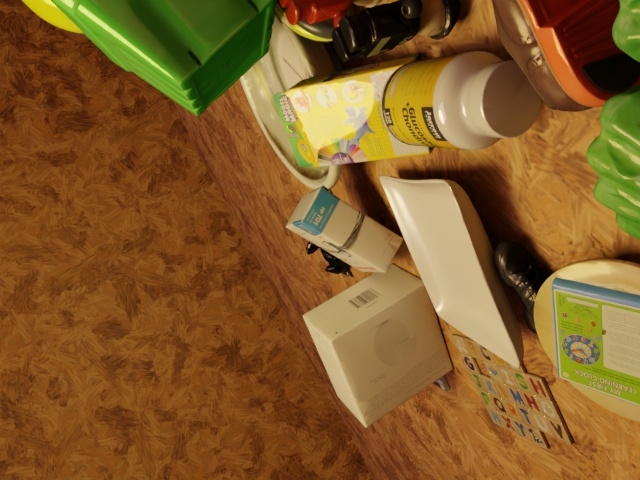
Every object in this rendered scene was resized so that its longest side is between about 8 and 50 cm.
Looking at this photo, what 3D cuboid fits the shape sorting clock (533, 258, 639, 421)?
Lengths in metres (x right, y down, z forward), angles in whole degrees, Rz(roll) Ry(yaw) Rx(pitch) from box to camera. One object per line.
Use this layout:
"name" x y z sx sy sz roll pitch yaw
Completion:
"shape sorting clock" 0.326 0.110 0.594 0.206 0.040 0.206 32 137 37

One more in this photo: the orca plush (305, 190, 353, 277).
"orca plush" 0.000 0.000 1.383 0.151 0.102 0.287 52 162 32

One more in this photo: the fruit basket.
"fruit basket" -0.258 -0.364 0.759 0.392 0.283 0.392 47 178 3

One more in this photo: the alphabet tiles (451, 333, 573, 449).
"alphabet tiles" 0.328 0.264 0.963 0.198 0.009 0.237 64 165 -6

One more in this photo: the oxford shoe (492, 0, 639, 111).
"oxford shoe" 0.166 -0.229 0.471 0.272 0.096 0.098 63 171 -6

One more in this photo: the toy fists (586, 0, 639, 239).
"toy fists" 0.265 -0.106 0.368 0.142 0.096 0.279 33 148 42

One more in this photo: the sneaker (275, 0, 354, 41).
"sneaker" -0.038 -0.420 0.776 0.300 0.111 0.121 60 161 -3

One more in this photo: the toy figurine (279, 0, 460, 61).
"toy figurine" 0.050 -0.322 0.606 0.213 0.148 0.210 49 155 44

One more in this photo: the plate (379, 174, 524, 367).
"plate" 0.198 0.024 0.841 0.278 0.045 0.278 66 173 -12

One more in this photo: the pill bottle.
"pill bottle" 0.151 -0.154 0.623 0.184 0.103 0.103 27 143 65

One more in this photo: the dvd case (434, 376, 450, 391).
"dvd case" 0.243 0.286 1.267 0.087 0.013 0.119 65 165 -14

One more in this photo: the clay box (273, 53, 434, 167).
"clay box" 0.048 -0.178 0.801 0.221 0.053 0.128 -1 123 34

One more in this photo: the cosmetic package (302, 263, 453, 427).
"cosmetic package" 0.119 0.207 1.130 0.138 0.224 0.225 30 145 62

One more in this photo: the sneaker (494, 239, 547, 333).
"sneaker" 0.287 0.075 0.696 0.170 0.051 0.089 60 165 -13

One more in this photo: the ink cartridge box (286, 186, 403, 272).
"ink cartridge box" 0.044 -0.016 1.088 0.190 0.082 0.139 32 169 -12

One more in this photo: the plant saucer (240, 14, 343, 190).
"plant saucer" -0.043 -0.289 1.024 0.401 0.100 0.401 54 162 26
